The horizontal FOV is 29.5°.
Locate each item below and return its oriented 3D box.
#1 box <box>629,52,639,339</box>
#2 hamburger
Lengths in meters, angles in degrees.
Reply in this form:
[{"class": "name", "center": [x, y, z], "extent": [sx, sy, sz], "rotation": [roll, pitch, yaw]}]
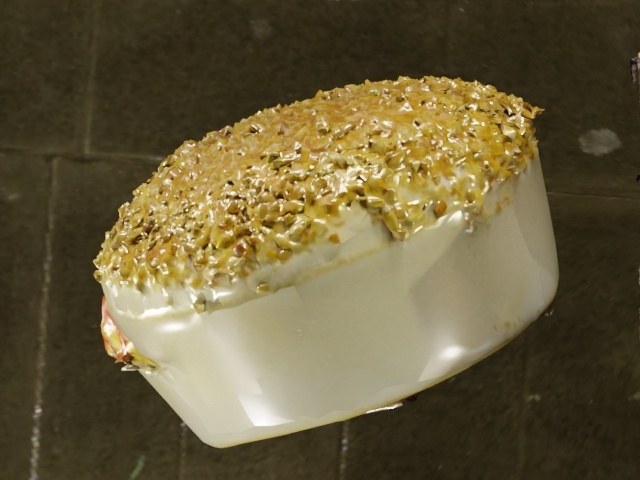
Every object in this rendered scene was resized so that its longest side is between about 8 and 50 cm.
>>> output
[{"class": "box", "center": [0.279, 0.013, 0.614], "extent": [0.252, 0.106, 0.203], "rotation": [37, 145, 52]}, {"class": "hamburger", "center": [0.000, 0.000, 0.739], "extent": [0.294, 0.276, 0.179], "rotation": [-20, 100, 36]}]
